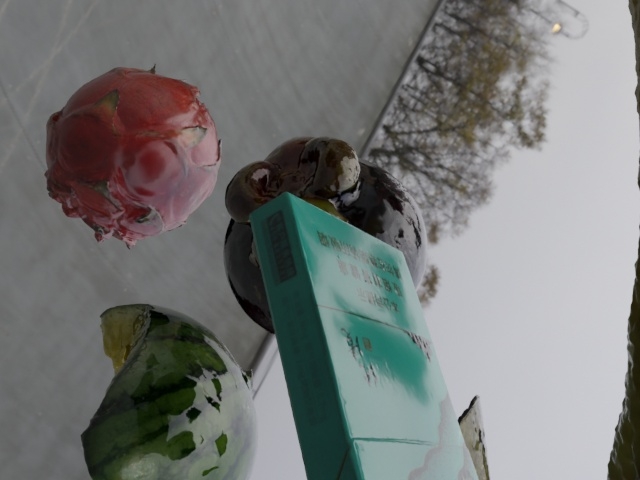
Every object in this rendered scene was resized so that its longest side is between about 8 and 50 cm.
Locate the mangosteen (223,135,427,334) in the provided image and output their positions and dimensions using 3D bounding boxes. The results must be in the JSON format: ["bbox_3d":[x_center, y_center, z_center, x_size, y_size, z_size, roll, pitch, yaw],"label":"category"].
[{"bbox_3d":[0.000,0.000,0.686,0.210,0.209,0.210,-59,-174,10],"label":"mangosteen"}]

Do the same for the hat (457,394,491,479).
[{"bbox_3d":[0.116,0.206,0.596,0.146,0.067,0.146,-48,160,-24],"label":"hat"}]

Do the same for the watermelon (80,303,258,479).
[{"bbox_3d":[-0.167,0.230,0.895,0.189,0.331,0.331,-16,-172,0],"label":"watermelon"}]

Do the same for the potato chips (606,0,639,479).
[{"bbox_3d":[0.180,-0.026,0.359,0.080,0.057,0.407,-132,-145,-76],"label":"potato chips"}]

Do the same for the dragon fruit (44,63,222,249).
[{"bbox_3d":[-0.258,-0.116,1.003,0.252,0.241,0.241,-21,169,-23],"label":"dragon fruit"}]

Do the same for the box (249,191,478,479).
[{"bbox_3d":[0.036,0.093,0.479,0.042,0.160,0.227,-30,-121,26],"label":"box"}]
